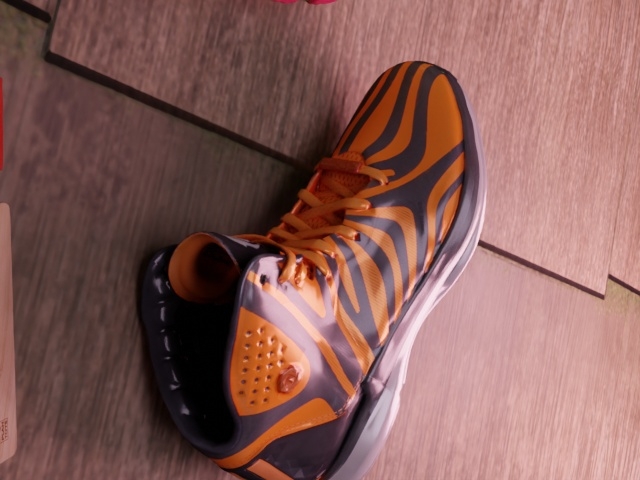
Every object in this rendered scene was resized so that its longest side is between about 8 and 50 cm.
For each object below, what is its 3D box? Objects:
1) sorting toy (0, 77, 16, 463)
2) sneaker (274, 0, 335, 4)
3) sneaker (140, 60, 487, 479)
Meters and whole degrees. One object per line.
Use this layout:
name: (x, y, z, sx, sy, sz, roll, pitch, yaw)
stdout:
sorting toy: (-0.194, 0.044, 0.415, 0.132, 0.046, 0.274, -27, 119, -74)
sneaker: (-0.089, -0.253, 0.480, 0.483, 0.185, 0.202, -5, 83, -54)
sneaker: (0.000, 0.000, 0.602, 0.180, 0.125, 0.321, 32, 70, -45)
